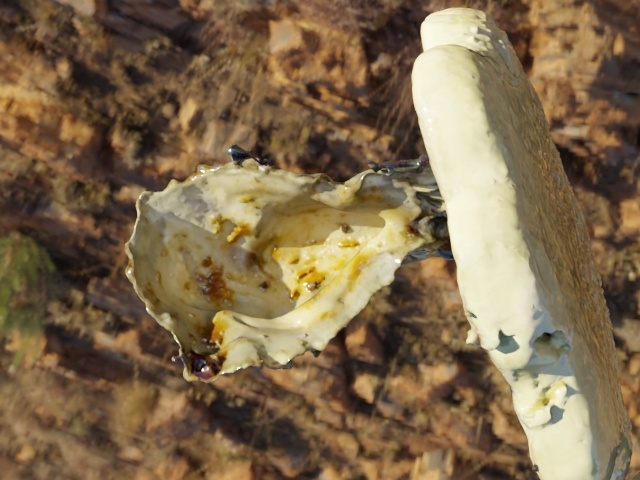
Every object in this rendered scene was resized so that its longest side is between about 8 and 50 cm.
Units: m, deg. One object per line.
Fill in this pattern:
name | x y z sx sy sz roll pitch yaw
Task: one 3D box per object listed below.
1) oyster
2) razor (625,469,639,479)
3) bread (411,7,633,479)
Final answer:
oyster | -0.003 -0.007 0.924 0.337 0.198 0.133 -22 -175 -8
razor | 0.351 0.290 0.955 0.113 0.204 0.349 35 156 -1
bread | 0.126 0.007 0.607 0.054 0.316 0.316 -18 135 18
